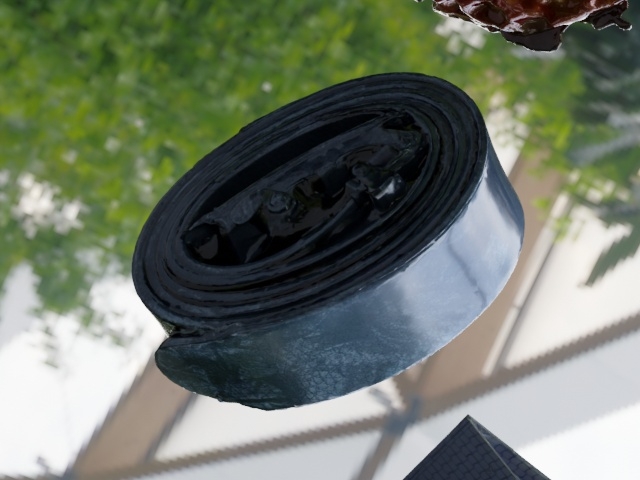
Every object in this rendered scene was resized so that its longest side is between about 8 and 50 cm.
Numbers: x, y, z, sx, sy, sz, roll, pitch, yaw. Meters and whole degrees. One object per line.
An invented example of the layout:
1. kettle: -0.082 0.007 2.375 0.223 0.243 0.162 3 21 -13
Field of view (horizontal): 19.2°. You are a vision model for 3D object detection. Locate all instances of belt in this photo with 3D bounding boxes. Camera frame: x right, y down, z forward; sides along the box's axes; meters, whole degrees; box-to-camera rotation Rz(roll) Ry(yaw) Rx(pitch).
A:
1. belt: 0.000 0.000 0.907 0.190 0.082 0.141 -27 -137 3

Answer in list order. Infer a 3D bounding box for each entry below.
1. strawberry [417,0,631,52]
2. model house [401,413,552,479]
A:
1. strawberry: 0.084 -0.266 1.078 0.280 0.150 0.253 27 -89 42
2. model house: 0.043 0.131 0.653 0.117 0.088 0.167 -46 176 18
